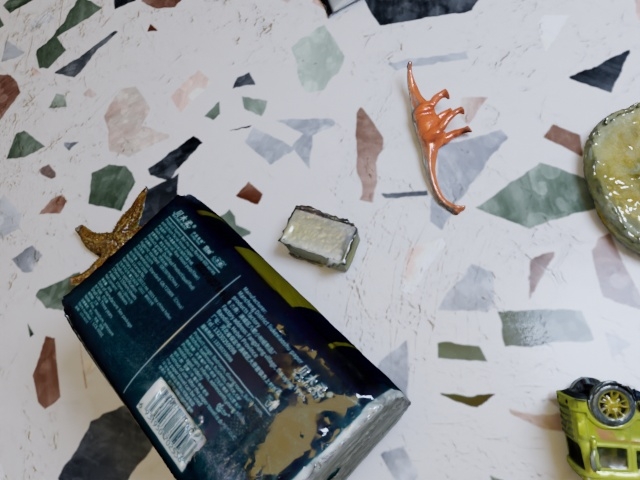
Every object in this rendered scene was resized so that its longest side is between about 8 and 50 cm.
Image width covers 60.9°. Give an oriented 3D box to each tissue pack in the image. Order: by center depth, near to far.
[{"bbox_3d":[-0.119,0.167,0.753,0.264,0.253,0.416,-46,65,-6],"label":"tissue pack"}]

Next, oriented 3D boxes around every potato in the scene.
[{"bbox_3d":[0.002,0.001,0.891,0.122,0.061,0.086,19,75,19],"label":"potato"}]

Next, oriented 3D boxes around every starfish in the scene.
[{"bbox_3d":[-0.357,0.008,0.998,0.240,0.043,0.227,30,81,20],"label":"starfish"}]

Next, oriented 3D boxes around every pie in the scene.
[{"bbox_3d":[0.519,-0.096,0.790,0.274,0.055,0.274,-5,69,13],"label":"pie"}]

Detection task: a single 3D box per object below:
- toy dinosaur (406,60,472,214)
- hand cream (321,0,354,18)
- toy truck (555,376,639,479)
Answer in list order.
[{"bbox_3d":[0.200,-0.179,0.913,0.101,0.055,0.279,-27,66,14],"label":"toy dinosaur"},{"bbox_3d":[0.145,-0.556,1.070,0.336,0.076,0.121,-22,60,13],"label":"hand cream"},{"bbox_3d":[0.435,0.247,0.649,0.272,0.124,0.157,-1,80,12],"label":"toy truck"}]
